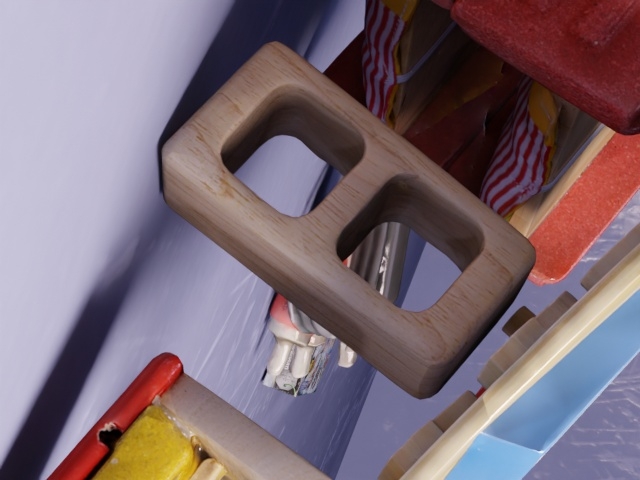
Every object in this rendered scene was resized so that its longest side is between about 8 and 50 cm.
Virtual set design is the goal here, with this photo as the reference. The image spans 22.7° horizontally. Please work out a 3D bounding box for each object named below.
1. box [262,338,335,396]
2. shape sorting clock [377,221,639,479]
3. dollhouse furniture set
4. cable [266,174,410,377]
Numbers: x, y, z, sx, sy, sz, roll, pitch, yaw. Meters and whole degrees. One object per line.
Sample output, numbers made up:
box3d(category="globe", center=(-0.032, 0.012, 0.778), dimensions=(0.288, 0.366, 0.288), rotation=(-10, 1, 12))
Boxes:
box3d(category="box", center=(-0.005, 0.063, 1.136), dimensions=(0.137, 0.027, 0.094), rotation=(34, 77, -83))
box3d(category="shape sorting clock", center=(0.081, 0.039, 0.549), dimensions=(0.206, 0.040, 0.206), rotation=(-45, 169, -11))
box3d(category="dollhouse furniture set", center=(0.000, 0.000, 0.610), dimensions=(0.374, 0.152, 0.201), rotation=(-48, 168, -17))
box3d(category="cable", center=(0.020, -0.049, 0.979), dimensions=(0.139, 0.072, 0.287), rotation=(0, 100, -65))
